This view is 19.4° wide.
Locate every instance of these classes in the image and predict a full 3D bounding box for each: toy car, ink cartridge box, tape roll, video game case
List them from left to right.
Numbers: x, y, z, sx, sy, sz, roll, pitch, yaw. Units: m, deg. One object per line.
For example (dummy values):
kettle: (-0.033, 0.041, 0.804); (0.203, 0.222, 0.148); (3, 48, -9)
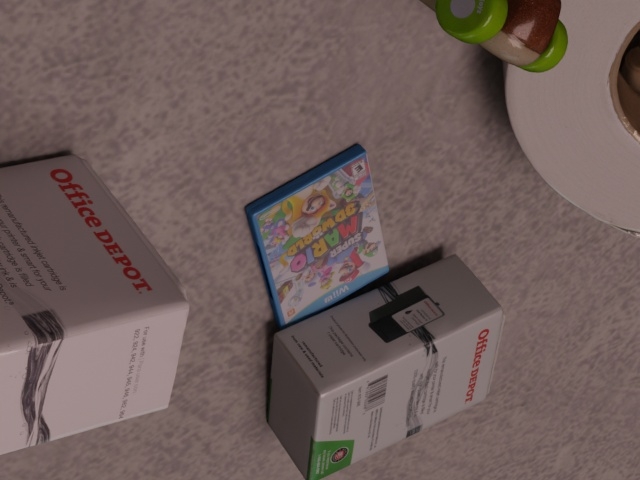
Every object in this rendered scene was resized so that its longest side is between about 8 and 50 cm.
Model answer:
ink cartridge box: (-0.262, 0.055, 1.363); (0.273, 0.198, 0.115); (-13, 134, -31)
video game case: (0.000, 0.000, 1.683); (0.119, 0.015, 0.166); (-30, 141, -14)
ink cartridge box: (0.061, 0.121, 1.785); (0.208, 0.087, 0.153); (-22, 145, -23)
toy car: (0.157, -0.245, 1.466); (0.188, 0.149, 0.155); (-55, 154, 12)
tape roll: (0.350, -0.160, 1.626); (0.392, 0.072, 0.392); (1, 134, 1)

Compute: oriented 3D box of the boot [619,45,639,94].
boot: (0.401, -0.120, 1.797); (0.248, 0.090, 0.207); (-4, 145, 6)
